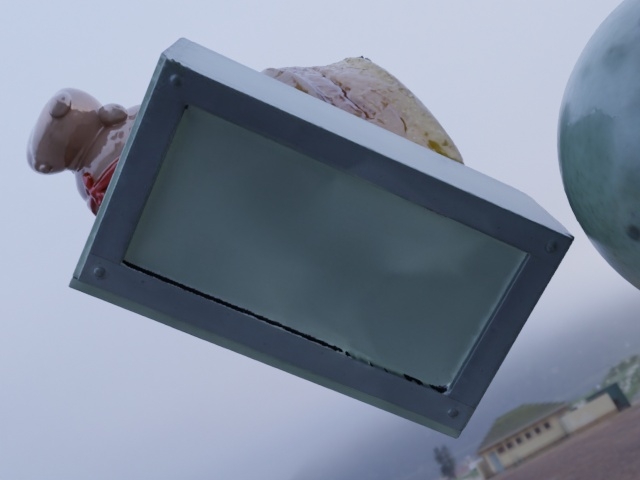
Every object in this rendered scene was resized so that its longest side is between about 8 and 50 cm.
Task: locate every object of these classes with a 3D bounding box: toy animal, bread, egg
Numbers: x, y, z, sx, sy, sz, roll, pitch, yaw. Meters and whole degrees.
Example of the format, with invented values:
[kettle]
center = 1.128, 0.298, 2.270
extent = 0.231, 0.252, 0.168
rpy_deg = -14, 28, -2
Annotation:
[toy animal]
center = -0.294, -0.117, 1.121
extent = 0.197, 0.171, 0.171
rpy_deg = 32, -51, -20
[bread]
center = 0.020, -0.062, 0.772
extent = 0.142, 0.270, 0.195
rpy_deg = -20, -46, -24
[egg]
center = 0.206, -0.043, 0.377
extent = 0.236, 0.169, 0.169
rpy_deg = 1, -34, -44

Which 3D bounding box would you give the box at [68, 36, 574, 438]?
[box]
center = 0.000, 0.000, 0.447
extent = 0.086, 0.225, 0.129
rpy_deg = -99, 33, -71
